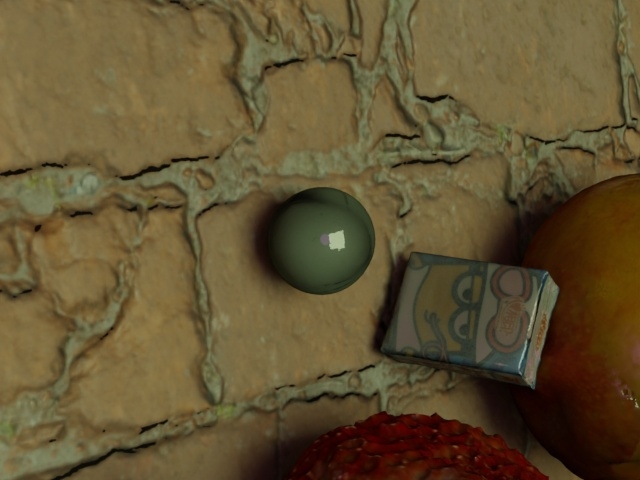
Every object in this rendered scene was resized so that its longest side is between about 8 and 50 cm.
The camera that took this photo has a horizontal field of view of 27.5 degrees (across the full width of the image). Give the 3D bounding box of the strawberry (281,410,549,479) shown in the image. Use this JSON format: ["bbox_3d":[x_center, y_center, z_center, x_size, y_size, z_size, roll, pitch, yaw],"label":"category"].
[{"bbox_3d":[0.119,0.289,1.162,0.312,0.351,0.267,29,71,-28],"label":"strawberry"}]

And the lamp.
[{"bbox_3d":[0.000,0.000,1.239,0.105,0.105,0.105,1,88,-40],"label":"lamp"}]

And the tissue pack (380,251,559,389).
[{"bbox_3d":[0.153,0.080,1.332,0.065,0.155,0.116,43,61,-58],"label":"tissue pack"}]

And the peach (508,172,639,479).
[{"bbox_3d":[0.366,0.105,1.424,0.372,0.289,0.373,-6,99,-45],"label":"peach"}]
